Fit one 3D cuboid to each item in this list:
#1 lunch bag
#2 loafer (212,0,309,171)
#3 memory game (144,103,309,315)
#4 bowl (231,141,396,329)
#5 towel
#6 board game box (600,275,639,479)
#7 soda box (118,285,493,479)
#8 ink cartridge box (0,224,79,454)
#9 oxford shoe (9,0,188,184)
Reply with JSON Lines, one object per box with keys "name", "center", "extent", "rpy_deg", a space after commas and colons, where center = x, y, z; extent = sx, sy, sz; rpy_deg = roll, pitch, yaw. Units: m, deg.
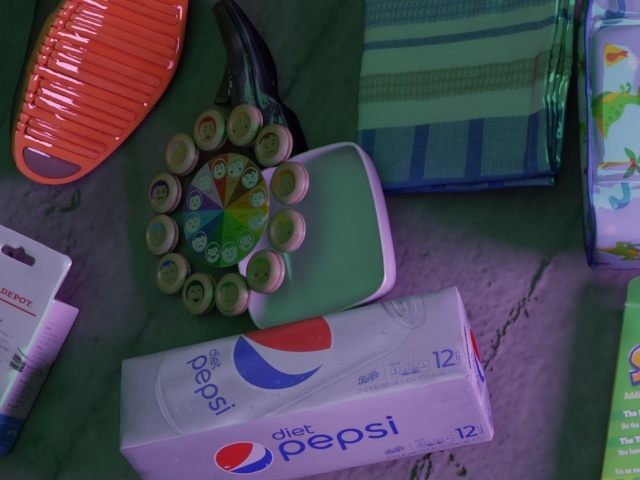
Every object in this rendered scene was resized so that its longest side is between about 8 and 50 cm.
{"name": "lunch bag", "center": [0.244, -0.089, 1.169], "extent": [0.090, 0.176, 0.219], "rpy_deg": [0, 79, 8]}
{"name": "loafer", "center": [-0.068, -0.134, 1.313], "extent": [0.061, 0.062, 0.170], "rpy_deg": [-24, 71, 12]}
{"name": "memory game", "center": [-0.083, -0.026, 1.275], "extent": [0.186, 0.012, 0.186], "rpy_deg": [-8, 78, 38]}
{"name": "bowl", "center": [0.000, 0.000, 1.254], "extent": [0.142, 0.053, 0.142], "rpy_deg": [-20, 72, 28]}
{"name": "towel", "center": [0.118, -0.179, 1.256], "extent": [0.209, 0.034, 0.285], "rpy_deg": [-2, 77, 36]}
{"name": "board game box", "center": [0.285, 0.162, 1.172], "extent": [0.124, 0.039, 0.259], "rpy_deg": [7, 82, 14]}
{"name": "soda box", "center": [-0.013, 0.127, 1.206], "extent": [0.286, 0.098, 0.091], "rpy_deg": [-13, 48, 11]}
{"name": "ink cartridge box", "center": [-0.284, 0.084, 1.312], "extent": [0.104, 0.060, 0.180], "rpy_deg": [24, 84, 18]}
{"name": "oxford shoe", "center": [-0.194, -0.226, 1.353], "extent": [0.132, 0.130, 0.364], "rpy_deg": [25, 91, 50]}
